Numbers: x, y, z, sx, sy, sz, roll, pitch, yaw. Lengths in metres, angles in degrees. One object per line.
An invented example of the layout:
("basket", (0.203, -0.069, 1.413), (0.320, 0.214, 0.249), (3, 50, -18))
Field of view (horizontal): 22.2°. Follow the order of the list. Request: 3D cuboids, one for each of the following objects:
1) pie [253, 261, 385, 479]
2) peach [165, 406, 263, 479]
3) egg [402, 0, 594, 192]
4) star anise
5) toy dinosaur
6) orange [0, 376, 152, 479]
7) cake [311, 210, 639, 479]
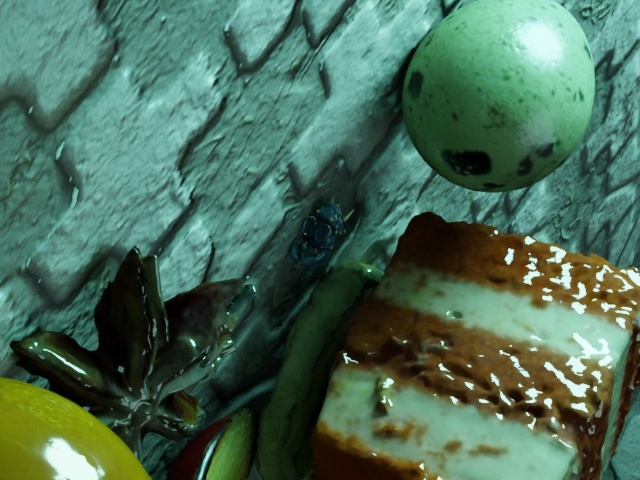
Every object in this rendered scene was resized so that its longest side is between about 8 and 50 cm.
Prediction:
("pie", (0.012, 0.143, 1.701), (0.274, 0.055, 0.274), (-55, 157, -37))
("peach", (-0.121, 0.246, 1.568), (0.279, 0.068, 0.189), (-58, 163, -62))
("egg", (0.175, -0.148, 1.551), (0.228, 0.177, 0.177), (-56, 161, -38))
("star anise", (-0.159, 0.118, 1.291), (0.288, 0.088, 0.288), (-30, 147, -23))
("toy dinosaur", (0.000, 0.000, 1.557), (0.083, 0.030, 0.047), (-63, 156, 11))
("orange", (-0.233, 0.231, 1.008), (0.312, 0.312, 0.312), (-46, 155, -29))
("cake", (0.151, 0.179, 1.613), (0.269, 0.270, 0.319), (85, 28, -51))
